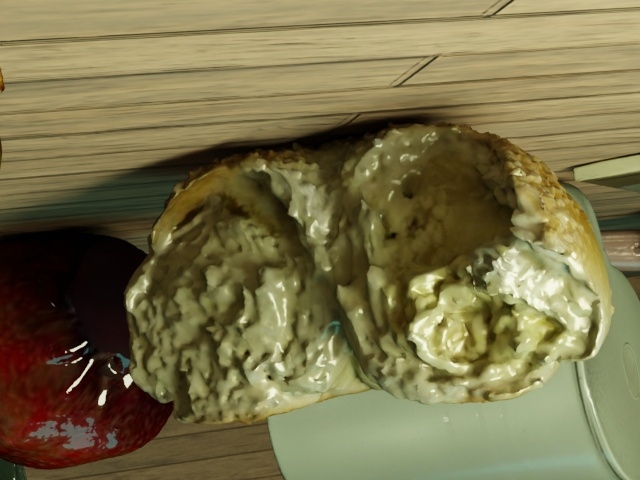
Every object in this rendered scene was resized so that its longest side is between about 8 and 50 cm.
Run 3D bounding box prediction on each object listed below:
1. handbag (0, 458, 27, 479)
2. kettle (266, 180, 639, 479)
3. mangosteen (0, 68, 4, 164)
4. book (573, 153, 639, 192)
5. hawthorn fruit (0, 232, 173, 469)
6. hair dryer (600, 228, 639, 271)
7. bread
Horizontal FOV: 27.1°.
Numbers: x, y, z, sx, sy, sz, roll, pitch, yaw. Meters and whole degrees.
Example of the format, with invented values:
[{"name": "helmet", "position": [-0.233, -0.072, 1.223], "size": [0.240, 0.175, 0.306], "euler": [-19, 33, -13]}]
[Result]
[{"name": "handbag", "position": [-0.468, 0.198, 1.584], "size": [0.260, 0.247, 0.079], "euler": [-7, 169, 13]}, {"name": "kettle", "position": [0.132, 0.113, 1.227], "size": [0.318, 0.265, 0.205], "euler": [-12, 152, 32]}, {"name": "mangosteen", "position": [-0.166, -0.023, 0.450], "size": [0.151, 0.137, 0.137], "euler": [-45, -162, -33]}, {"name": "book", "position": [0.315, -0.062, 1.141], "size": [0.138, 0.016, 0.199], "euler": [-11, 173, 31]}, {"name": "hawthorn fruit", "position": [-0.231, 0.090, 1.119], "size": [0.215, 0.215, 0.250], "euler": [-3, 180, -37]}, {"name": "hair dryer", "position": [0.333, 0.010, 1.632], "size": [0.344, 0.106, 0.189], "euler": [1, 178, 12]}, {"name": "bread", "position": [0.048, 0.017, 0.809], "size": [0.314, 0.171, 0.192], "euler": [-10, 178, 39]}]
